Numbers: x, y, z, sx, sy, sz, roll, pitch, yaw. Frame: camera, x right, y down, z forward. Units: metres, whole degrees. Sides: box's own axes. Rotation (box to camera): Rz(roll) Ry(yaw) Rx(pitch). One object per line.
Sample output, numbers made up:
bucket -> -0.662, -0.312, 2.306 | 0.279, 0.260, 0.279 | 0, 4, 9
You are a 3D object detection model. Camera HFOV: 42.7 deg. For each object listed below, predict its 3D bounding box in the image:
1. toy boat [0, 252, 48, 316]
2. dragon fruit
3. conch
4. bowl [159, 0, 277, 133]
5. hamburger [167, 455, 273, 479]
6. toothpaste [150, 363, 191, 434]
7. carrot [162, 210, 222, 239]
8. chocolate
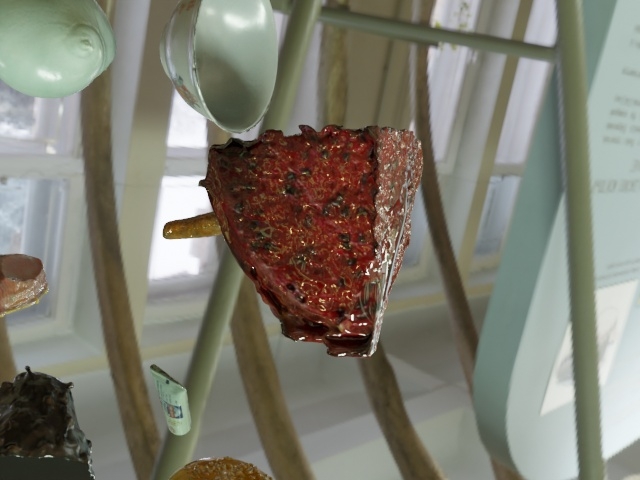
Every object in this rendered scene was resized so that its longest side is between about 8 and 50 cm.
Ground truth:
toy boat -> -0.635, 0.086, 1.675 | 0.141, 0.099, 0.318 | 43, -167, -4
dragon fruit -> 0.003, -0.001, 1.210 | 0.286, 0.329, 0.228 | -4, -176, 19
conch -> -0.349, -0.278, 1.062 | 0.185, 0.121, 0.221 | 16, -140, -39
bowl -> -0.232, -0.398, 1.712 | 0.157, 0.345, 0.345 | 7, -168, 24
hamburger -> -0.108, 0.336, 0.905 | 0.173, 0.116, 0.210 | 29, -146, -9
toothpaste -> -0.217, 0.245, 1.219 | 0.060, 0.233, 0.038 | 31, -118, 14
carrot -> -0.293, -0.032, 1.944 | 0.186, 0.060, 0.060 | -12, -171, 15
chocolate -> -0.328, 0.216, 0.940 | 0.156, 0.156, 0.133 | 6, -130, -17
